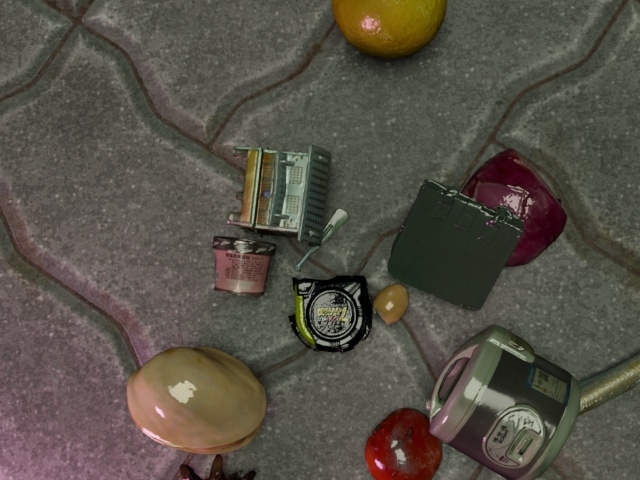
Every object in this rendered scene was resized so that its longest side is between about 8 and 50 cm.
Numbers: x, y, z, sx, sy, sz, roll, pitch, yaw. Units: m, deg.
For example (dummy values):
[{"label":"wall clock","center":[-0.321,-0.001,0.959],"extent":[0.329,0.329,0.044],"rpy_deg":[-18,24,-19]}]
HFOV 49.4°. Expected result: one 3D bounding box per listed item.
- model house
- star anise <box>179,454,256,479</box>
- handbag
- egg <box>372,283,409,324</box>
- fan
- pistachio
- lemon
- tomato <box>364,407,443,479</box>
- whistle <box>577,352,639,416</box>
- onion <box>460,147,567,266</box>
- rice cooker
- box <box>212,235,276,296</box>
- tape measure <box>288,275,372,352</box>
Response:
[{"label":"model house","center":[-0.091,-0.104,1.641],"extent":[0.215,0.198,0.224],"rpy_deg":[5,84,11]},{"label":"star anise","center":[-0.245,0.635,1.619],"extent":[0.272,0.102,0.272],"rpy_deg":[0,87,5]},{"label":"handbag","center":[0.302,0.009,1.596],"extent":[0.247,0.079,0.260],"rpy_deg":[25,120,6]},{"label":"egg","center":[0.170,0.148,1.651],"extent":[0.096,0.080,0.080],"rpy_deg":[-43,82,-9]},{"label":"fan","center":[0.000,0.000,1.713],"extent":[0.038,0.016,0.193],"rpy_deg":[39,88,6]},{"label":"pistachio","center":[-0.283,0.362,1.599],"extent":[0.321,0.229,0.238],"rpy_deg":[14,59,-5]},{"label":"lemon","center":[0.161,-0.564,1.635],"extent":[0.293,0.293,0.293],"rpy_deg":[-1,83,5]},{"label":"tomato","center":[0.195,0.489,1.600],"extent":[0.173,0.099,0.189],"rpy_deg":[44,87,10]},{"label":"whistle","center":[0.685,0.319,1.601],"extent":[0.326,0.057,0.068],"rpy_deg":[-27,70,1]},{"label":"onion","center":[0.452,-0.074,1.622],"extent":[0.247,0.111,0.250],"rpy_deg":[-39,87,-10]},{"label":"rice cooker","center":[0.388,0.350,1.511],"extent":[0.277,0.288,0.288],"rpy_deg":[31,87,7]},{"label":"box","center":[-0.186,0.063,1.661],"extent":[0.151,0.151,0.135],"rpy_deg":[7,93,5]},{"label":"tape measure","center":[0.025,0.175,1.646],"extent":[0.199,0.112,0.186],"rpy_deg":[-3,76,10]}]
